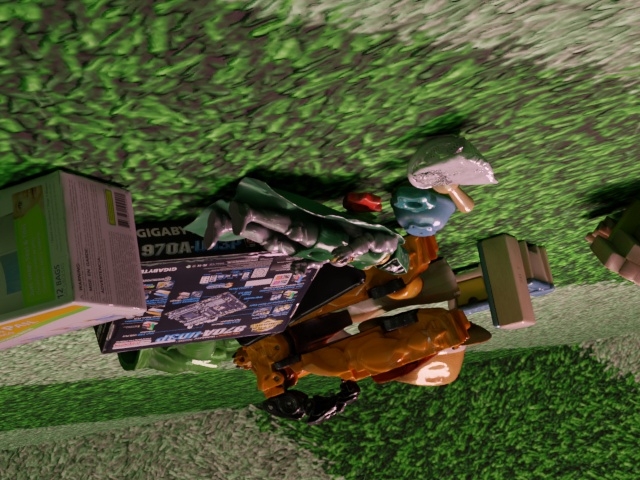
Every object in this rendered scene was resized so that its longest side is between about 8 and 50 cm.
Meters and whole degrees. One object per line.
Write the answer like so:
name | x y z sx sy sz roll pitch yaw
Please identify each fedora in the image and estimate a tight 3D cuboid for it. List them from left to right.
fedora | 0.141 0.151 1.545 0.194 0.079 0.194 3 -174 0

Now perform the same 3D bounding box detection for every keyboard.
keyboard | -0.045 0.046 1.333 0.192 0.100 0.038 -30 -160 23

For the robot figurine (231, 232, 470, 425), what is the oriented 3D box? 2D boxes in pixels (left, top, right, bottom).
robot figurine | 0.023 0.101 1.370 0.291 0.211 0.085 -21 179 25

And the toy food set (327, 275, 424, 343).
toy food set | 0.021 0.095 1.490 0.232 0.111 0.104 -42 165 12

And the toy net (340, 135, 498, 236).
toy net | 0.093 -0.057 1.076 0.122 0.045 0.232 11 161 -8

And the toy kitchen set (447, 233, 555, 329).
toy kitchen set | 0.233 0.080 1.605 0.166 0.122 0.207 -17 166 26

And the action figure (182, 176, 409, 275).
action figure | 0.000 0.000 1.108 0.232 0.063 0.137 11 160 -36

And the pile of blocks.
pile of blocks | 0.448 -0.011 1.486 0.112 0.149 0.362 -60 161 13

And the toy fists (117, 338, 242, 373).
toy fists | -0.172 0.128 1.547 0.142 0.096 0.279 -5 165 -29

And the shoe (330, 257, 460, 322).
shoe | 0.100 0.073 1.639 0.219 0.058 0.076 -14 -172 33

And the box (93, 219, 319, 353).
box | -0.118 0.045 1.201 0.220 0.051 0.175 -5 147 -25

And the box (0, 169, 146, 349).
box | -0.266 0.027 0.969 0.203 0.114 0.103 -15 167 23
